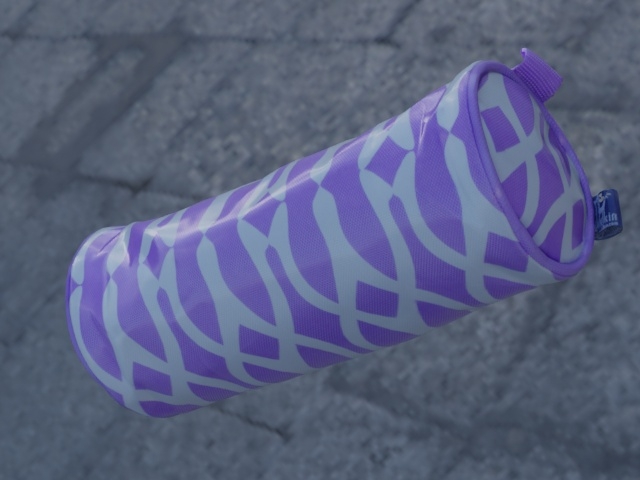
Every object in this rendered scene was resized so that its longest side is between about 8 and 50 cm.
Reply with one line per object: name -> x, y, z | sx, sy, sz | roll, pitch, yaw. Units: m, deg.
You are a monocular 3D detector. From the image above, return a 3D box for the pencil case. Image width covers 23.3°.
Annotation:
pencil case -> 0.000, 0.000, 0.574 | 0.206, 0.086, 0.088 | -22, 52, 28
